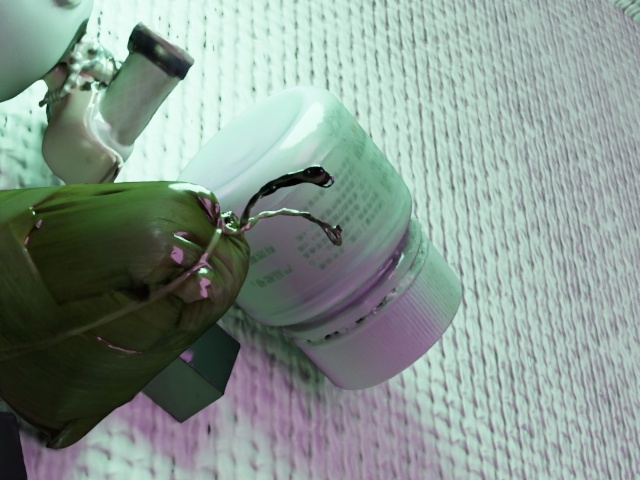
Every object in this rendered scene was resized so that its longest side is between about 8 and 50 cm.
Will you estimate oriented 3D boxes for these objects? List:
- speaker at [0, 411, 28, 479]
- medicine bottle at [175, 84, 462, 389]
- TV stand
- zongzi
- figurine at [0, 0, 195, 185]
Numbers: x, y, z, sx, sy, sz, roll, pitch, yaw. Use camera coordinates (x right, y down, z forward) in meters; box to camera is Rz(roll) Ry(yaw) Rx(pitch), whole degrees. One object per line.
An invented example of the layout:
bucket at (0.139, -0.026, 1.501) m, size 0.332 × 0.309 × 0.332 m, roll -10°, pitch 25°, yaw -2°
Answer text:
speaker at (-0.364, 0.284, 1.226) m, size 0.232 × 0.184 × 0.254 m, roll 8°, pitch 59°, yaw -46°
medicine bottle at (0.000, 0.000, 1.834) m, size 0.325 × 0.256 × 0.256 m, roll 48°, pitch 34°, yaw -22°
TV stand at (-0.219, 0.079, 1.662) m, size 0.269 × 0.083 × 0.088 m, roll 40°, pitch 38°, yaw -18°
zongzi at (-0.249, -0.015, 1.398) m, size 0.418 × 0.447 × 0.181 m, roll 40°, pitch 45°, yaw -13°
figurine at (-0.330, -0.223, 1.635) m, size 0.361 × 0.253 × 0.211 m, roll 43°, pitch 37°, yaw -16°
